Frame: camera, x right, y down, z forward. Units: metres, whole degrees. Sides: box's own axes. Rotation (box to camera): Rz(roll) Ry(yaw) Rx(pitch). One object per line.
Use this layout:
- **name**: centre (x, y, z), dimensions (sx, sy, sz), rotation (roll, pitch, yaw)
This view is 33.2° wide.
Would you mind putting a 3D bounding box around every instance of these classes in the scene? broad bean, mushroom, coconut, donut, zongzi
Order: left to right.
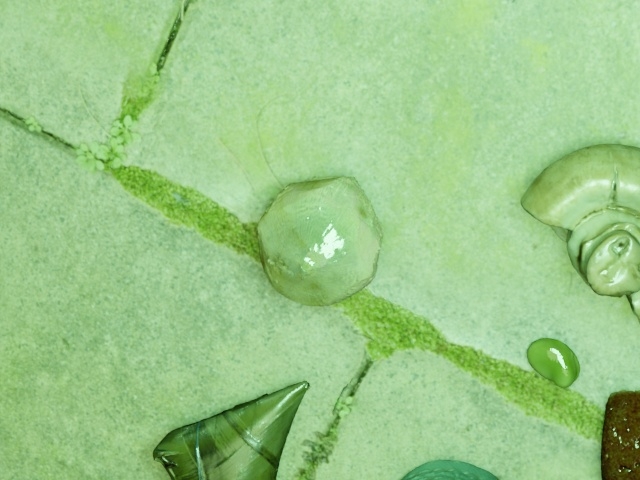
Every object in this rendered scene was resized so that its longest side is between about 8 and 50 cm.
- **zongzi**: centre (-0.088, 0.369, 1.672), dimensions (0.274, 0.125, 0.250), rotation (-25, 99, 12)
- **coconut**: centre (-0.001, 0.003, 1.503), dimensions (0.194, 0.194, 0.194), rotation (3, 107, 11)
- **broad bean**: centre (0.341, 0.176, 1.561), dimensions (0.083, 0.045, 0.063), rotation (41, 122, 6)
- **mushroom**: centre (0.405, -0.022, 1.407), dimensions (0.254, 0.195, 0.189), rotation (39, 107, -4)
- **donut**: centre (0.462, 0.306, 1.529), dimensions (0.126, 0.144, 0.186), rotation (7, 135, 31)

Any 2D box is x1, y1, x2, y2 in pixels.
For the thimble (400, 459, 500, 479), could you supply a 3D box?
- **thimble**: centre (0.197, 0.447, 1.620), dimensions (0.235, 0.143, 0.198), rotation (24, 109, 6)
